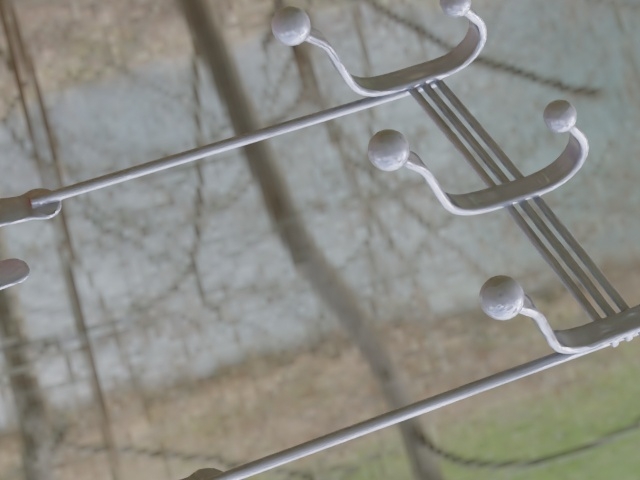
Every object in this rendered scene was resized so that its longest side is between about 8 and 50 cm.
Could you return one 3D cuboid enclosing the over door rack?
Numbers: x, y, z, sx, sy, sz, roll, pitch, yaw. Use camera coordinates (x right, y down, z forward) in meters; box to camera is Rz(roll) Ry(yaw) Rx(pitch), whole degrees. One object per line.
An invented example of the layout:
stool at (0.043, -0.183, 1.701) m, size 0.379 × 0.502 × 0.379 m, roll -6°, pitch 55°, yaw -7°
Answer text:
over door rack at (0.000, 0.000, 1.006) m, size 0.324 × 0.239 × 0.108 m, roll -25°, pitch 142°, yaw -13°
